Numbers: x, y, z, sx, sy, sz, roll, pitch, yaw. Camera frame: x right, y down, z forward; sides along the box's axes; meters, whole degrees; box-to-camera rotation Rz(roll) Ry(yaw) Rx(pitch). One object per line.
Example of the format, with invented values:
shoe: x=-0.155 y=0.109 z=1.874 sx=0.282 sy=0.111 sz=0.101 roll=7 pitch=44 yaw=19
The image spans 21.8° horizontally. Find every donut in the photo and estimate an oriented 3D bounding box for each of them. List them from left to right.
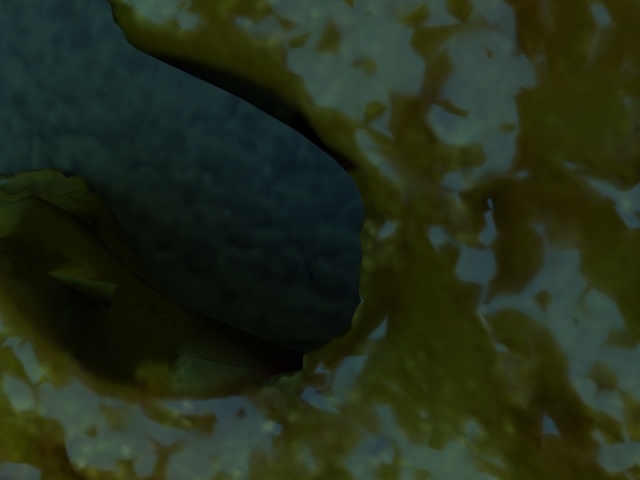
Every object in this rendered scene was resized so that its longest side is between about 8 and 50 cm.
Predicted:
donut: x=0.000 y=0.000 z=0.573 sx=0.377 sy=0.163 sz=0.435 roll=35 pitch=114 yaw=8
